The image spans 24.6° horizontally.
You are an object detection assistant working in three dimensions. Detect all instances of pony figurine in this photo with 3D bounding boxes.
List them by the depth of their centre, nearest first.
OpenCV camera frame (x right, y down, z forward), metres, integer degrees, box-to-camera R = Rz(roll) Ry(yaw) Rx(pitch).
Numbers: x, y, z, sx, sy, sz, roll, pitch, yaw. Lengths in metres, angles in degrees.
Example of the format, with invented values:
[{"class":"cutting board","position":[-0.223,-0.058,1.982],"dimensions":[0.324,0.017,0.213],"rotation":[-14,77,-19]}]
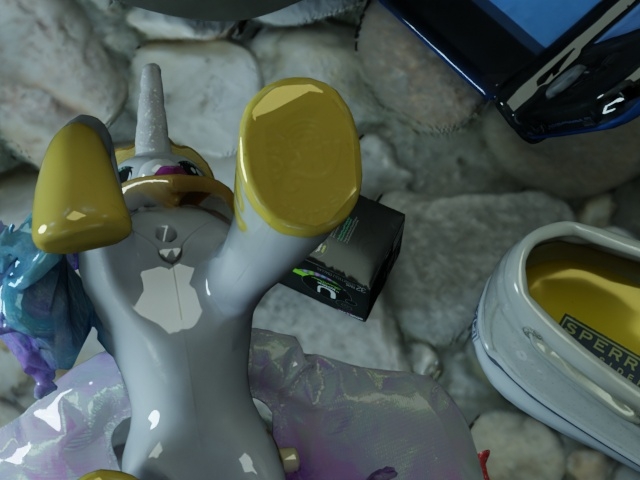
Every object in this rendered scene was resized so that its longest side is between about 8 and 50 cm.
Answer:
[{"class":"pony figurine","position":[-0.051,0.090,0.658],"dimensions":[0.303,0.363,0.351],"rotation":[-8,96,-9]}]

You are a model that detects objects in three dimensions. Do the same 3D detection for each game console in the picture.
[{"class":"game console","position":[0.186,-0.211,0.845],"dimensions":[0.293,0.250,0.173],"rotation":[-42,96,-5]}]

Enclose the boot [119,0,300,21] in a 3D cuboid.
[{"class":"boot","position":[-0.020,-0.213,0.903],"dimensions":[0.305,0.112,0.115],"rotation":[-4,35,17]}]

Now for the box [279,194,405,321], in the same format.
[{"class":"box","position":[0.000,0.000,0.841],"dimensions":[0.083,0.062,0.052],"rotation":[23,71,9]}]

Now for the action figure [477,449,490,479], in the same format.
[{"class":"action figure","position":[0.100,0.172,0.795],"dimensions":[0.038,0.030,0.115],"rotation":[-19,72,-13]}]

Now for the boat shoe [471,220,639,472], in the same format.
[{"class":"boat shoe","position":[0.258,0.085,0.762],"dimensions":[0.367,0.156,0.136],"rotation":[29,71,10]}]
